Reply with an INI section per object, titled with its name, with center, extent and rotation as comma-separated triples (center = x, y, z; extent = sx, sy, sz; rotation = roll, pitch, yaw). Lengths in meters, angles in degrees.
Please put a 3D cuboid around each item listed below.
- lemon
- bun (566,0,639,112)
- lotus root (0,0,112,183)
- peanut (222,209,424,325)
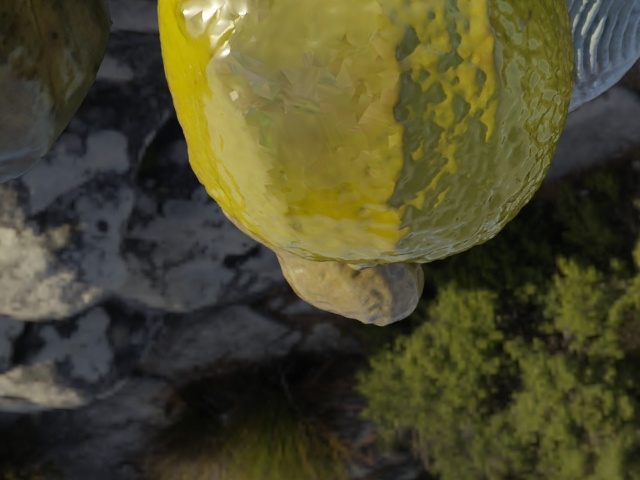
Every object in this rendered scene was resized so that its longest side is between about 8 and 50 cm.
[lemon]
center = 0.028, -0.131, 0.761
extent = 0.268, 0.268, 0.321
rotation = -8, 117, 10
[bun]
center = 0.240, -0.292, 1.431
extent = 0.355, 0.194, 0.354
rotation = -11, 138, -10
[lotus root]
center = -0.311, -0.196, 0.793
extent = 0.251, 0.250, 0.346
rotation = -14, 145, 19
[peanut]
center = 0.000, 0.000, 1.102
extent = 0.226, 0.095, 0.108
rotation = 41, 111, -20
